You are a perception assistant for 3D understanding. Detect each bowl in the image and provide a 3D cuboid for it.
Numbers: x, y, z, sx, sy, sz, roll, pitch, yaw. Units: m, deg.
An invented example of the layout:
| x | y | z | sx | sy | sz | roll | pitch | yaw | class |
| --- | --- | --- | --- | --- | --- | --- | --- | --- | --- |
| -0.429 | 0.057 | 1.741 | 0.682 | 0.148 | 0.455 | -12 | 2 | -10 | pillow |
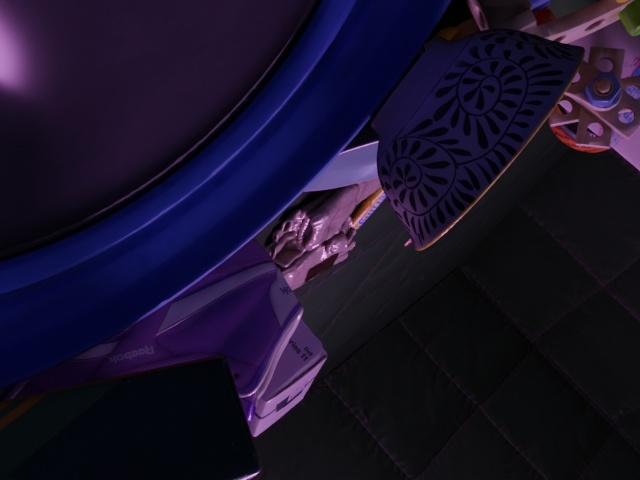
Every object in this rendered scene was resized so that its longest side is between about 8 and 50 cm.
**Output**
| x | y | z | sx | sy | sz | roll | pitch | yaw | class |
| --- | --- | --- | --- | --- | --- | --- | --- | --- | --- |
| -0.081 | -0.076 | 0.331 | 0.391 | 0.077 | 0.391 | -41 | 167 | -11 | bowl |
| 0.087 | -0.083 | 0.480 | 0.170 | 0.080 | 0.170 | -51 | -179 | 1 | bowl |

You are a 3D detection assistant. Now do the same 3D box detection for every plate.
| x | y | z | sx | sy | sz | roll | pitch | yaw | class |
| --- | --- | --- | --- | --- | --- | --- | --- | --- | --- |
| 0.051 | -0.085 | 0.695 | 0.188 | 0.024 | 0.188 | -14 | 175 | -1 | plate |

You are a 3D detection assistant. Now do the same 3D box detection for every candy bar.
| x | y | z | sx | sy | sz | roll | pitch | yaw | class |
| --- | --- | --- | --- | --- | --- | --- | --- | --- | --- |
| 0.073 | -0.054 | 1.012 | 0.161 | 0.018 | 0.040 | -49 | 166 | 31 | candy bar |

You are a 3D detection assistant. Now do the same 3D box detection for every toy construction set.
| x | y | z | sx | sy | sz | roll | pitch | yaw | class |
| --- | --- | --- | --- | --- | --- | --- | --- | --- | --- |
| 0.203 | -0.181 | 0.634 | 0.215 | 0.151 | 0.328 | -27 | 157 | 13 | toy construction set |

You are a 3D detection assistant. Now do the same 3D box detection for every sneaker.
| x | y | z | sx | sy | sz | roll | pitch | yaw | class |
| --- | --- | --- | --- | --- | --- | --- | --- | --- | --- |
| -0.140 | 0.111 | 0.585 | 0.282 | 0.161 | 0.102 | -39 | 169 | -11 | sneaker |

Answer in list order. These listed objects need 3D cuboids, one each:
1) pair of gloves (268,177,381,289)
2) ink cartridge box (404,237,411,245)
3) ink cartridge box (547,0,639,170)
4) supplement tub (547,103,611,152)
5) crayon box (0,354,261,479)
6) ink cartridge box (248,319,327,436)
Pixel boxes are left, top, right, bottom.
| x | y | z | sx | sy | sz | roll | pitch | yaw | class |
| --- | --- | --- | --- | --- | --- | --- | --- | --- | --- |
| 0.000 | 0.000 | 0.913 | 0.204 | 0.042 | 0.240 | -33 | 163 | -38 | pair of gloves |
| 0.197 | -0.105 | 1.082 | 0.134 | 0.078 | 0.231 | -26 | 160 | -50 | ink cartridge box |
| 0.373 | -0.194 | 0.830 | 0.201 | 0.278 | 0.117 | -35 | 165 | -49 | ink cartridge box |
| 0.485 | -0.274 | 1.140 | 0.193 | 0.193 | 0.316 | -40 | 167 | -12 | supplement tub |
| -0.222 | 0.170 | 0.420 | 0.323 | 0.083 | 0.203 | -6 | 153 | -32 | crayon box |
| -0.084 | 0.126 | 0.821 | 0.087 | 0.153 | 0.208 | -36 | 165 | -23 | ink cartridge box |
